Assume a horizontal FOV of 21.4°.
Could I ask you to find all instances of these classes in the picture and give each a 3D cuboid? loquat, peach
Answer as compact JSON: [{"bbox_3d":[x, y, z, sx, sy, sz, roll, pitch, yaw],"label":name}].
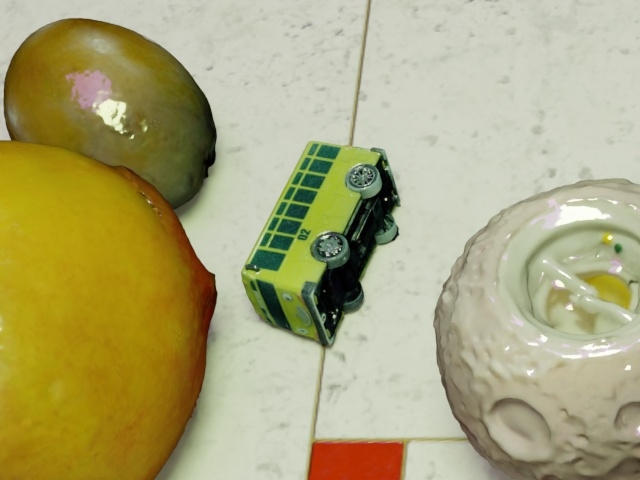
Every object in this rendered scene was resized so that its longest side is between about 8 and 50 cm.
[{"bbox_3d":[-0.203,-0.116,1.633,0.227,0.179,0.179,38,71,25],"label":"loquat"},{"bbox_3d":[-0.263,0.080,1.431,0.372,0.290,0.373,-5,51,7],"label":"peach"}]

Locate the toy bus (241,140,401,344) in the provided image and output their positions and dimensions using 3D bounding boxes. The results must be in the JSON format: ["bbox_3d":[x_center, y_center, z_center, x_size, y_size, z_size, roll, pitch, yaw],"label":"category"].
[{"bbox_3d":[0.000,0.000,1.547,0.101,0.088,0.175,12,56,24],"label":"toy bus"}]

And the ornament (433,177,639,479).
[{"bbox_3d":[0.221,0.083,1.338,0.259,0.225,0.259,-7,54,9],"label":"ornament"}]
